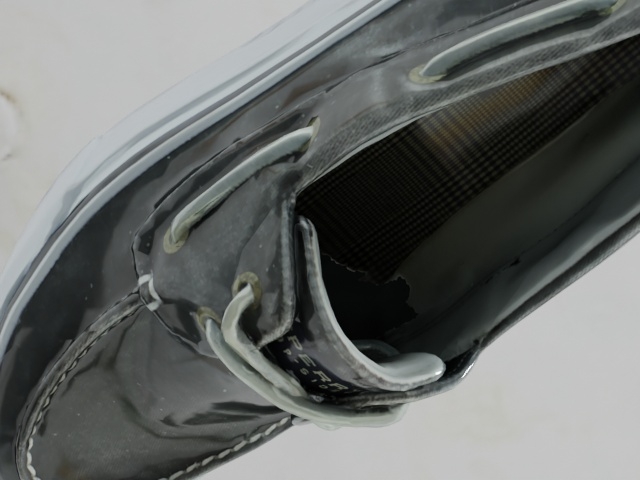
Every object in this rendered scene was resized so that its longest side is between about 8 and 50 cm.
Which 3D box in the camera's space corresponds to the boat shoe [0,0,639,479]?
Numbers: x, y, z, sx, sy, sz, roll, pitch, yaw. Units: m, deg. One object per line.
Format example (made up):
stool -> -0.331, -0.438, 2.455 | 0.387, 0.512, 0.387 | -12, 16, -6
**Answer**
boat shoe -> 0.000, 0.000, 0.510 | 0.121, 0.119, 0.335 | 35, -65, -28
